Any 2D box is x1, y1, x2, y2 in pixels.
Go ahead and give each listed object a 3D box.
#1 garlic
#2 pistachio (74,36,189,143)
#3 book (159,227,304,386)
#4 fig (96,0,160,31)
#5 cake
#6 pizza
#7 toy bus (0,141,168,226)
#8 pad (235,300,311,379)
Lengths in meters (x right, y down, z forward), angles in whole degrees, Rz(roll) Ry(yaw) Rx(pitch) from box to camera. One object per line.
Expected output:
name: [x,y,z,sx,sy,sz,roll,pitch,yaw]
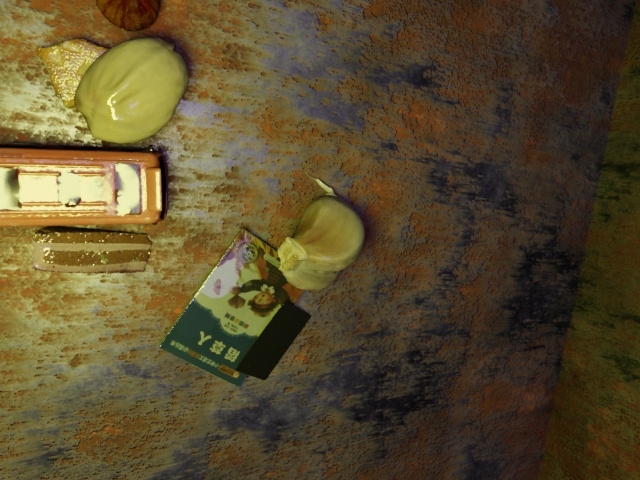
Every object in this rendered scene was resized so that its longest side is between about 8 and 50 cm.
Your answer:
garlic: [0.000,0.000,1.430,0.246,0.231,0.340,21,50,-9]
pistachio: [-0.442,-0.371,1.124,0.208,0.226,0.332,35,66,-9]
book: [-0.250,0.213,1.427,0.300,0.039,0.428,37,85,-28]
fig: [-0.451,-0.591,1.087,0.146,0.201,0.134,-43,104,-18]
cake: [-0.602,0.024,1.216,0.295,0.113,0.116,6,100,-38]
pizza: [-0.608,-0.420,1.129,0.161,0.062,0.182,28,93,-33]
toy bus: [-0.583,-0.132,1.099,0.427,0.233,0.203,-3,101,-23]
pad: [-0.149,0.325,1.485,0.265,0.009,0.159,-54,139,-5]
